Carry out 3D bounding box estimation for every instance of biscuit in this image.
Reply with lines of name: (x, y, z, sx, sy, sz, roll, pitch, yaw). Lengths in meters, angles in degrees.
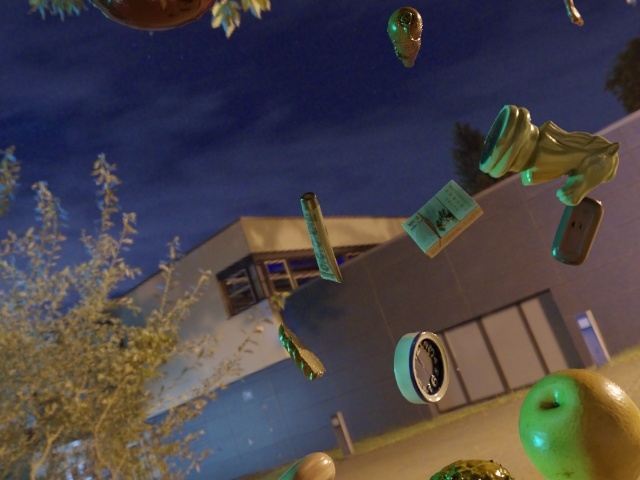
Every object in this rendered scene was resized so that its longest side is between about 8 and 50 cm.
biscuit: (-0.058, 0.311, 1.695, 0.036, 0.187, 0.273, -38, -13, -1)

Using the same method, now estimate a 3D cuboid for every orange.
orange: (0.338, 0.655, 1.375, 0.223, 0.301, 0.300, 10, -25, -19)

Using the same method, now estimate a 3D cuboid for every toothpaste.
toothpaste: (0.000, 0.000, 1.395, 0.062, 0.239, 0.039, 9, 38, 36)

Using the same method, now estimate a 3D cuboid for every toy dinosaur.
toy dinosaur: (0.489, -0.561, 1.303, 0.242, 0.167, 0.053, -3, -11, -44)

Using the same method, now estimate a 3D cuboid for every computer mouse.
computer mouse: (-0.049, 0.497, 1.166, 0.145, 0.082, 0.236, -29, -33, -44)
computer mouse: (0.849, -0.032, 2.006, 0.120, 0.232, 0.057, 18, 8, 19)

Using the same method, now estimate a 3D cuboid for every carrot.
carrot: (0.130, -0.293, 0.907, 0.049, 0.049, 0.254, -23, -2, 11)

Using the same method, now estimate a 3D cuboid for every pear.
pear: (0.738, 0.544, 1.712, 0.348, 0.348, 0.348, -19, -12, -4)

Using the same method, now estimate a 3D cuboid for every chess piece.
chess piece: (0.536, -0.190, 1.408, 0.298, 0.175, 0.176, 19, -15, 1)

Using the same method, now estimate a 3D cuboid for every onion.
onion: (-0.310, -0.556, 1.194, 0.282, 0.260, 0.337, -28, 9, 45)

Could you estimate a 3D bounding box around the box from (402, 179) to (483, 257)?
box: (0.406, -0.071, 2.031, 0.233, 0.149, 0.067, -43, -42, 9)

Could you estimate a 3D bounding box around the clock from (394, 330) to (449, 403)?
clock: (0.332, 0.414, 1.980, 0.083, 0.230, 0.230, -15, -6, 41)
